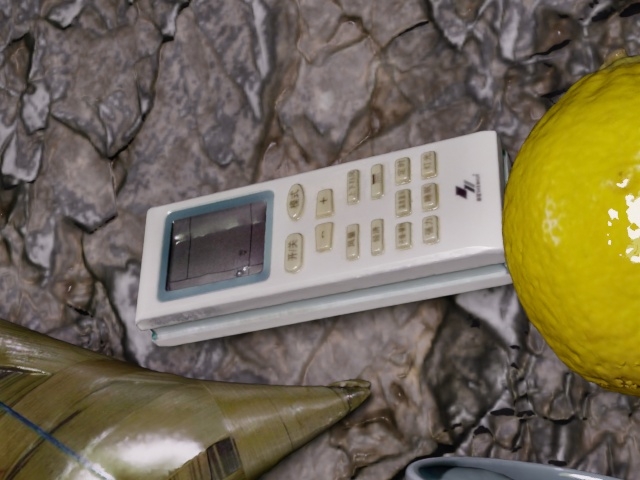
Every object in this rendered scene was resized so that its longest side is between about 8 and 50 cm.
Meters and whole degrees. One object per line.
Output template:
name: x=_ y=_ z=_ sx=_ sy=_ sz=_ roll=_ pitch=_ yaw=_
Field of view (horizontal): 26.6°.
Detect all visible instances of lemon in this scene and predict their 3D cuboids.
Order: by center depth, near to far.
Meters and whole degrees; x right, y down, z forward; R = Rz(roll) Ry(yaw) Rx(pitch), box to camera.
lemon: x=0.210 y=-0.007 z=0.843 sx=0.192 sy=0.192 sz=0.231 roll=-19 pitch=87 yaw=18

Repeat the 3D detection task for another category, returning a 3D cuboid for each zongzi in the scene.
zongzi: x=-0.149 y=0.105 z=1.023 sx=0.289 sy=0.123 sz=0.260 roll=-39 pitch=67 yaw=-2

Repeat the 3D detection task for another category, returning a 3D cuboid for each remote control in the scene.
remote control: x=0.000 y=0.000 z=0.973 sx=0.277 sy=0.055 sz=0.103 roll=-11 pitch=55 yaw=19

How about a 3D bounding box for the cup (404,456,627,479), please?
cup: x=0.131 y=0.304 z=0.846 sx=0.205 sy=0.205 sz=0.312 roll=9 pitch=91 yaw=21
